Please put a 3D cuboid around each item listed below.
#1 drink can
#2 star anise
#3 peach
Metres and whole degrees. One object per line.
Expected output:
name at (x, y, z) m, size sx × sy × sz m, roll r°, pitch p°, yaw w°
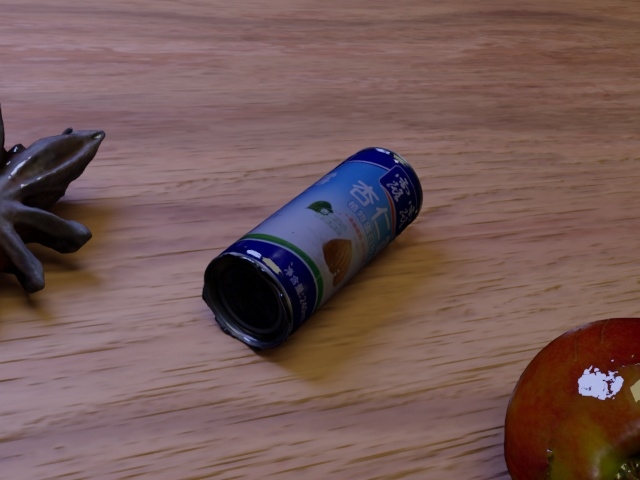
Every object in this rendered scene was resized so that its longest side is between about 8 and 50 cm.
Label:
drink can at (0.000, 0.000, 0.815) m, size 0.097 × 0.097 × 0.235 m, roll 34°, pitch 43°, yaw 17°
star anise at (-0.293, -0.037, 0.735) m, size 0.198 × 0.111 × 0.257 m, roll 39°, pitch 56°, yaw -14°
peach at (0.240, 0.144, 0.689) m, size 0.198 × 0.197 × 0.197 m, roll 11°, pitch 41°, yaw -9°
